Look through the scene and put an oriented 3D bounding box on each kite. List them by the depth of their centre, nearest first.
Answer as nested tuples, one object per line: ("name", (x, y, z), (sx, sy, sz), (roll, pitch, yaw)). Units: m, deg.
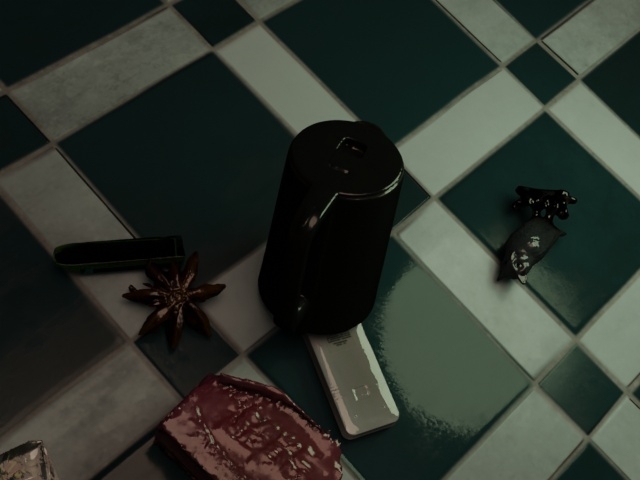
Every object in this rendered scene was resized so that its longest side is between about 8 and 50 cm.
("kite", (-0.491, 0.370, 1.293), (0.245, 0.015, 0.141), (-9, 64, -22))

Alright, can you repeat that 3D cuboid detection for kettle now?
("kettle", (-0.007, -0.010, 1.443), (0.262, 0.308, 0.203), (-25, 56, -30))

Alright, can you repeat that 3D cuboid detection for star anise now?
("star anise", (-0.232, 0.094, 1.483), (0.168, 0.057, 0.168), (1, 77, -6))

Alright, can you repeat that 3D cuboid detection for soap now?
("soap", (-0.089, 0.327, 1.382), (0.289, 0.112, 0.182), (42, 62, 6))

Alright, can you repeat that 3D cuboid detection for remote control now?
("remote control", (0.041, 0.202, 1.527), (0.103, 0.034, 0.250), (-14, 67, -23))

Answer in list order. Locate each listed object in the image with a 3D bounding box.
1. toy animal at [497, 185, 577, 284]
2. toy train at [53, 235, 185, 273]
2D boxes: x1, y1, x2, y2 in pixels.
("toy animal", (0.397, 0.003, 1.729), (0.117, 0.121, 0.210), (43, 69, -44))
("toy train", (-0.330, 0.027, 1.505), (0.209, 0.042, 0.044), (-4, 58, -19))
